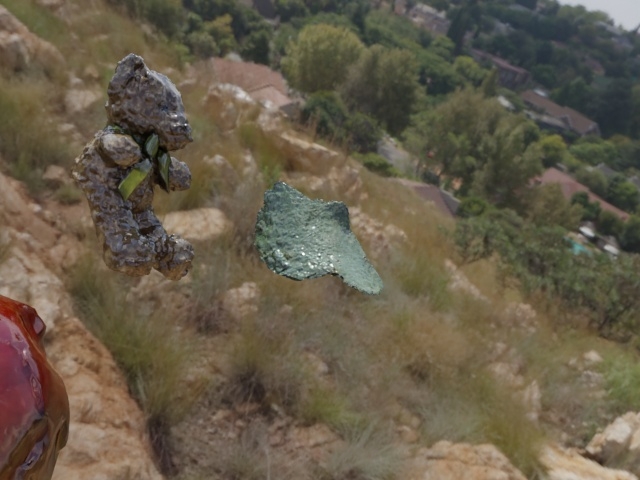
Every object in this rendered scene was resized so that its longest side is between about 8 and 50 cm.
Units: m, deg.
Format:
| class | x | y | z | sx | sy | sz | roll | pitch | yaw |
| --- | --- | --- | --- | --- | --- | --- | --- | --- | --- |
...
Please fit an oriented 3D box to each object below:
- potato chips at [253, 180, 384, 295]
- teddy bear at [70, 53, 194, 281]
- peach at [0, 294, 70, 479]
| class | x | y | z | sx | sy | sz | roll | pitch | yaw |
| --- | --- | --- | --- | --- | --- | --- | --- | --- | --- |
| potato chips | 0.000 | 0.006 | 1.013 | 0.228 | 0.059 | 0.167 | 17 | 53 | 6 |
| teddy bear | -0.264 | -0.108 | 1.045 | 0.296 | 0.222 | 0.246 | 54 | 10 | 15 |
| peach | -0.412 | 0.190 | 0.587 | 0.372 | 0.290 | 0.373 | -11 | 17 | 3 |
